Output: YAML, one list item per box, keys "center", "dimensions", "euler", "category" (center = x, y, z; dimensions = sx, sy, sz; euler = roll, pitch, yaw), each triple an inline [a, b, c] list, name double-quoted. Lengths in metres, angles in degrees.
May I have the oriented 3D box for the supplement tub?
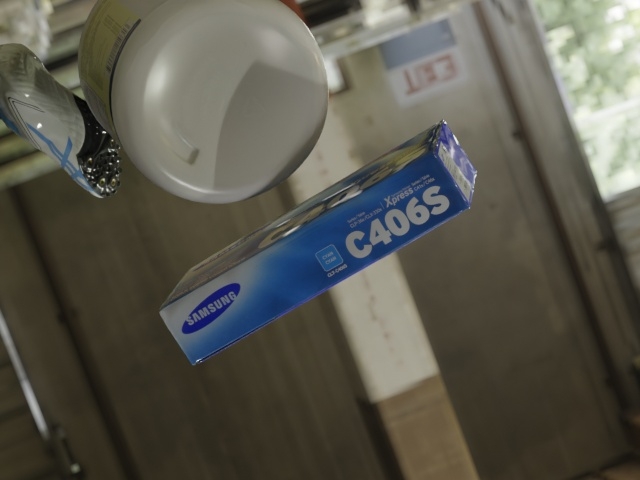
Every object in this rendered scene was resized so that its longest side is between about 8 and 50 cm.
- center: [-0.144, -0.189, 1.830]
  dimensions: [0.235, 0.235, 0.325]
  euler: [-22, -158, -11]
  category: "supplement tub"

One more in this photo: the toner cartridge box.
- center: [0.000, 0.000, 1.761]
  dimensions: [0.347, 0.075, 0.165]
  euler: [-30, -171, 14]
  category: "toner cartridge box"

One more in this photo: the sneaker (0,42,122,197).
- center: [-0.322, -0.140, 1.921]
  dimensions: [0.086, 0.237, 0.085]
  euler: [-10, -137, 39]
  category: "sneaker"
